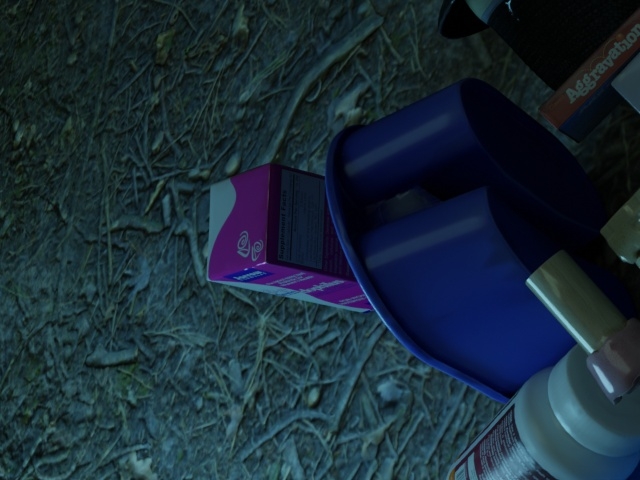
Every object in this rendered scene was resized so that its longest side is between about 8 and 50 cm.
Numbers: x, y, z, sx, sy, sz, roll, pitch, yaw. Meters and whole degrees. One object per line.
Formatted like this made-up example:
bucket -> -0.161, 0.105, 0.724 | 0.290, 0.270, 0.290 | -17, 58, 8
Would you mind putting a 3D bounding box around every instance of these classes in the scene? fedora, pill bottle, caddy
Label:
fedora -> 0.273, -0.240, 1.565 | 0.334, 0.334, 0.152 | -38, 83, 41
pill bottle -> 0.209, 0.186, 1.533 | 0.221, 0.121, 0.121 | 124, 142, -46
caddy -> 0.135, 0.008, 1.566 | 0.179, 0.341, 0.241 | -29, 54, 25

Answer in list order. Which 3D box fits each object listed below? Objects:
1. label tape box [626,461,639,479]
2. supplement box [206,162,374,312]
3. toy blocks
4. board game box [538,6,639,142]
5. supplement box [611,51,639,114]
label tape box -> 0.297, 0.308, 1.412 | 0.249, 0.115, 0.347 | -57, 41, 25
supplement box -> 0.000, 0.000, 1.833 | 0.111, 0.220, 0.114 | -17, 65, 51
toy blocks -> 0.385, 0.008, 1.350 | 0.260, 0.309, 0.288 | 49, 137, 12
board game box -> 0.294, -0.191, 1.406 | 0.281, 0.145, 0.027 | -45, 79, 10
supplement box -> 0.343, -0.167, 1.406 | 0.073, 0.239, 0.130 | 48, 122, 12
